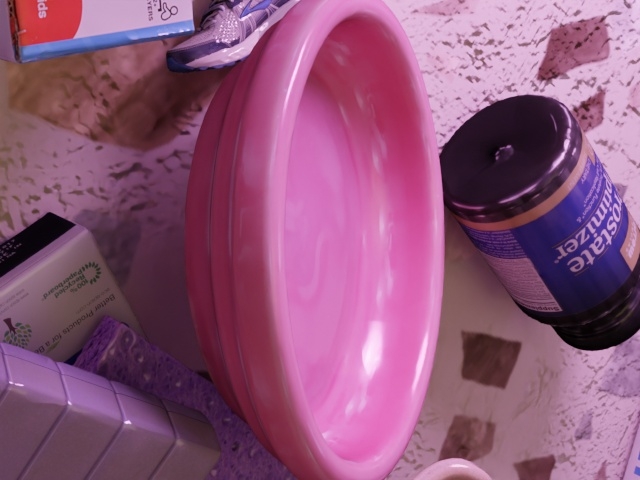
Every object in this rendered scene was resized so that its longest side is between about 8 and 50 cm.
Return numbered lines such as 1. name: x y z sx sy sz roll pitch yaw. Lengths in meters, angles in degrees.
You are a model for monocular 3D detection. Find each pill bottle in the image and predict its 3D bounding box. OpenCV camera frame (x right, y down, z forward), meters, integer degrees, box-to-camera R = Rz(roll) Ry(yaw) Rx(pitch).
1. pill bottle: 0.194 -0.007 1.089 0.123 0.123 0.219 -52 130 -14

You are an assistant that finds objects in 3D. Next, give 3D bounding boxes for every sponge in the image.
1. sponge: -0.099 0.148 0.884 0.210 0.031 0.117 39 79 -38

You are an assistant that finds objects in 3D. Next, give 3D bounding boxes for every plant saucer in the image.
1. plant saucer: 0.000 0.000 0.890 0.332 0.084 0.332 -1 90 -69

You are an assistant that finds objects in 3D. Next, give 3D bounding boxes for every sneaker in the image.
1. sneaker: -0.058 -0.158 0.902 0.135 0.052 0.058 -36 113 -33

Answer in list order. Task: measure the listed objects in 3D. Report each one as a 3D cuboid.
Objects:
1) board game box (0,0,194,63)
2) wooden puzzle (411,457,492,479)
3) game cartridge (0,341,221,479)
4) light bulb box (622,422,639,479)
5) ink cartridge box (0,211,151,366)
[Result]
1. board game box: -0.185 -0.252 0.600 0.086 0.308 0.302 -17 113 -36
2. wooden puzzle: -0.011 0.344 1.025 0.348 0.080 0.322 -33 139 -21
3. game cartridge: -0.240 0.217 0.784 0.230 0.068 0.355 24 107 -38
4. light bulb box: 0.511 0.220 1.253 0.225 0.361 0.358 11 96 -41
5. ink cartridge box: -0.164 0.161 0.898 0.165 0.065 0.333 -37 122 -25
